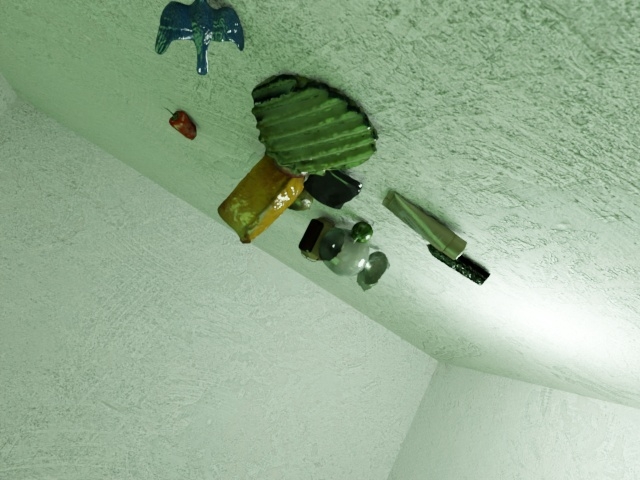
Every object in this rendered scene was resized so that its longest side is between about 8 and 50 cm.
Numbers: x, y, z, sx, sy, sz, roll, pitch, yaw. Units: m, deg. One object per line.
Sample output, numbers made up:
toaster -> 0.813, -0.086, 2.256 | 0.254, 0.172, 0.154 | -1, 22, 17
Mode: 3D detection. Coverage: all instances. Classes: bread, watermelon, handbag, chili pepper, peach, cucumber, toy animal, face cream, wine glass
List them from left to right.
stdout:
chili pepper -> -0.609, -0.515, 1.952 | 0.086, 0.084, 0.192 | 0, 155, 29
toy animal -> -0.316, -0.561, 1.174 | 0.176, 0.238, 0.256 | -125, 31, -60
bread -> -0.234, -0.169, 1.788 | 0.215, 0.398, 0.398 | 43, 162, -11
peach -> -0.078, -0.295, 1.615 | 0.152, 0.152, 0.152 | 27, 164, 8
bread -> 0.000, 0.000, 2.231 | 0.142, 0.225, 0.212 | 27, 180, 31
handbag -> 0.039, -0.211, 1.768 | 0.191, 0.075, 0.332 | 32, 165, -7
wine glass -> 0.154, 0.081, 2.154 | 0.322, 0.238, 0.238 | 31, 166, -33
watermelon -> 0.183, -0.035, 2.004 | 0.108, 0.109, 0.109 | 27, 164, 8
face cream -> 0.378, -0.060, 1.663 | 0.341, 0.084, 0.137 | 37, 163, 5
cucumber -> 0.547, 0.085, 1.809 | 0.300, 0.072, 0.072 | 32, 164, -8

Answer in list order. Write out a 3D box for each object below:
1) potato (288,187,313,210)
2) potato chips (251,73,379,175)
potato -> -0.136, -0.202, 2.031 | 0.251, 0.113, 0.149 | 17, 158, 38
potato chips -> -0.034, -0.349, 1.391 | 0.428, 0.070, 0.359 | -2, 134, 39
